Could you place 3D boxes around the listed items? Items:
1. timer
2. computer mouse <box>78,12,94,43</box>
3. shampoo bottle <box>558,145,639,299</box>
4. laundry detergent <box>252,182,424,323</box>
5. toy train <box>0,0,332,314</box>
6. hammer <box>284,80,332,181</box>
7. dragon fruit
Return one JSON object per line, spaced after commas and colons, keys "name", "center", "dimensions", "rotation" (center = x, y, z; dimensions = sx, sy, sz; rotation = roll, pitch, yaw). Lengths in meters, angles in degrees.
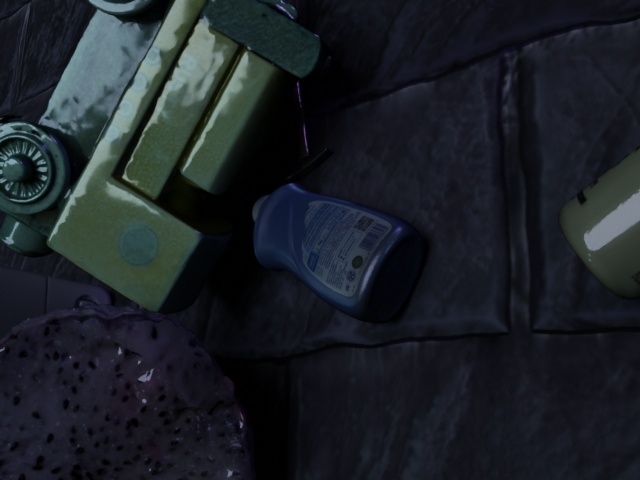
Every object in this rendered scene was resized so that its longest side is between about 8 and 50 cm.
{"name": "timer", "center": [-0.395, 0.159, 0.903], "dimensions": [0.195, 0.194, 0.192], "rotation": [-25, 60, 35]}
{"name": "computer mouse", "center": [-0.237, -0.301, 0.998], "dimensions": [0.229, 0.068, 0.113], "rotation": [-11, 54, 29]}
{"name": "shampoo bottle", "center": [0.235, -0.037, 0.451], "dimensions": [0.162, 0.079, 0.079], "rotation": [-43, 51, 26]}
{"name": "laundry detergent", "center": [-0.001, 0.000, 0.676], "dimensions": [0.206, 0.061, 0.097], "rotation": [27, 95, 45]}
{"name": "toy train", "center": [-0.161, -0.128, 0.723], "dimensions": [0.253, 0.160, 0.397], "rotation": [31, 98, 4]}
{"name": "hammer", "center": [-0.025, -0.161, 0.786], "dimensions": [0.062, 0.013, 0.199], "rotation": [-27, 60, 34]}
{"name": "dragon fruit", "center": [-0.186, 0.185, 0.695], "dimensions": [0.204, 0.283, 0.221], "rotation": [-36, 5, -18]}
